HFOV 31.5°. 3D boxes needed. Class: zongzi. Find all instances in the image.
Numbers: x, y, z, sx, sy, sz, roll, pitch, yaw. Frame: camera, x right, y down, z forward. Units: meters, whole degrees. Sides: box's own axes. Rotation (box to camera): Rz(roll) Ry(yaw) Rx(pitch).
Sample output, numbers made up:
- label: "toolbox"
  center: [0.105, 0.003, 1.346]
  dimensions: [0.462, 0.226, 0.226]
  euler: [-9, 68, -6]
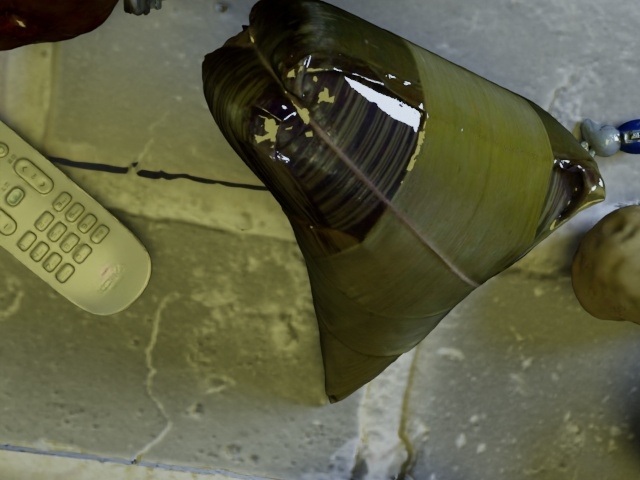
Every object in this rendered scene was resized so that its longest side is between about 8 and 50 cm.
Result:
- label: "zongzi"
  center: [0.000, 0.000, 0.808]
  dimensions: [0.289, 0.154, 0.317]
  euler: [18, 120, -36]

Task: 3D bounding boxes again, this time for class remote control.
- label: "remote control"
  center: [-0.227, -0.031, 0.872]
  dimensions: [0.229, 0.044, 0.073]
  euler: [41, 88, -7]

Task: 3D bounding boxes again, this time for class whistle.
- label: "whistle"
  center: [0.249, -0.084, 0.906]
  dimensions: [0.083, 0.029, 0.033]
  euler: [-6, 92, 4]

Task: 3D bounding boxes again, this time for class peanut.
- label: "peanut"
  center: [0.334, 0.007, 0.898]
  dimensions: [0.274, 0.111, 0.125]
  euler: [-9, 103, -3]

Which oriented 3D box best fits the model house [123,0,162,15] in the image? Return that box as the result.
- label: "model house"
  center: [0.064, -0.353, 0.611]
  dimensions: [0.445, 0.395, 0.400]
  euler: [-10, 99, -1]

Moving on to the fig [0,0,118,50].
- label: "fig"
  center: [-0.218, -0.266, 0.759]
  dimensions: [0.170, 0.145, 0.274]
  euler: [-4, 94, -5]
